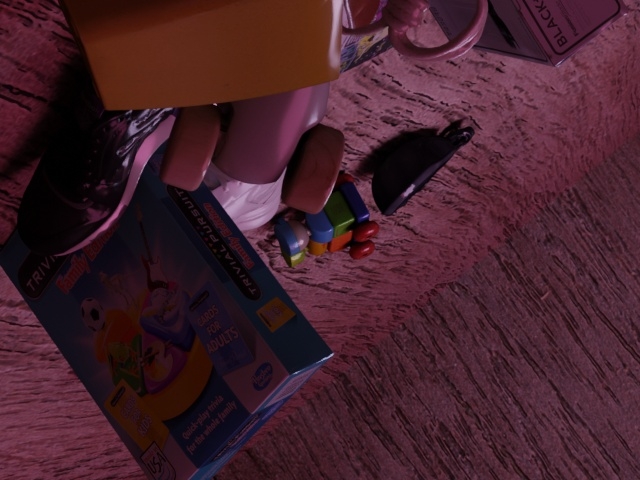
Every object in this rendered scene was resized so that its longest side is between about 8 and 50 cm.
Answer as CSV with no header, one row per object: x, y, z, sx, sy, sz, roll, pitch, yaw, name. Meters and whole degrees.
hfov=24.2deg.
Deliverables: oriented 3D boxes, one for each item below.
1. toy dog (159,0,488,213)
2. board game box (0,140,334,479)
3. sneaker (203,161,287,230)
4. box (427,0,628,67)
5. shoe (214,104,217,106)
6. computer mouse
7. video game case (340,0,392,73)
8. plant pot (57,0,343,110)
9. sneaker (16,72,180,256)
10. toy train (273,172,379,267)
-0.025,-0.181,1.351,0.334,0.220,0.161,-48,-157,17,toy dog
-0.174,0.067,1.566,0.079,0.336,0.254,-21,158,-50,board game box
-0.148,-0.061,1.754,0.305,0.114,0.152,-32,155,-46,sneaker
0.163,-0.267,1.430,0.087,0.169,0.290,-36,-164,-4,box
-0.097,-0.173,1.550,0.081,0.063,0.178,-37,163,18,shoe
0.139,-0.113,2.362,0.188,0.072,0.272,-45,177,20,computer mouse
0.045,-0.264,1.663,0.210,0.042,0.232,-29,164,-33,video game case
-0.111,-0.215,1.123,0.187,0.212,0.212,-23,164,-8,plant pot
-0.213,-0.109,1.424,0.283,0.107,0.124,-50,160,9,sneaker
0.000,0.000,2.314,0.143,0.105,0.248,-24,164,-10,toy train
